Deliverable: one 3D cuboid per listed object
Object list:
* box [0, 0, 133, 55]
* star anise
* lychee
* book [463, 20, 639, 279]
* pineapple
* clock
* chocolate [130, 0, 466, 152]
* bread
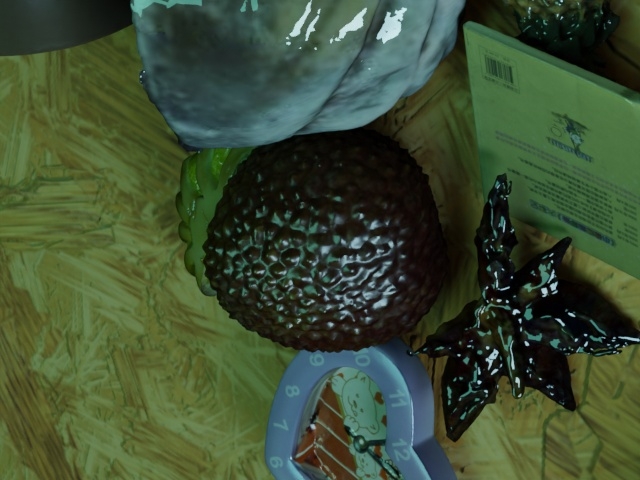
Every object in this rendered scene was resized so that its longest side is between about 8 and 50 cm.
[{"bbox_3d":[-0.261,-0.285,1.597,0.301,0.301,0.216,18,122,33],"label":"box"},{"bbox_3d":[0.159,0.067,1.502,0.157,0.053,0.212,22,109,-3],"label":"star anise"},{"bbox_3d":[0.006,-0.002,1.533,0.194,0.194,0.194,13,112,35],"label":"lychee"},{"bbox_3d":[0.178,-0.058,1.423,0.168,0.013,0.192,28,149,29],"label":"book"},{"bbox_3d":[0.170,-0.172,1.406,0.108,0.108,0.198,10,123,36],"label":"pineapple"},{"bbox_3d":[0.034,0.166,1.637,0.172,0.064,0.198,-12,97,40],"label":"clock"},{"bbox_3d":[0.003,-0.211,1.427,0.213,0.303,0.303,4,108,14],"label":"chocolate"},{"bbox_3d":[-0.080,-0.038,1.659,0.094,0.083,0.157,55,132,26],"label":"bread"}]
